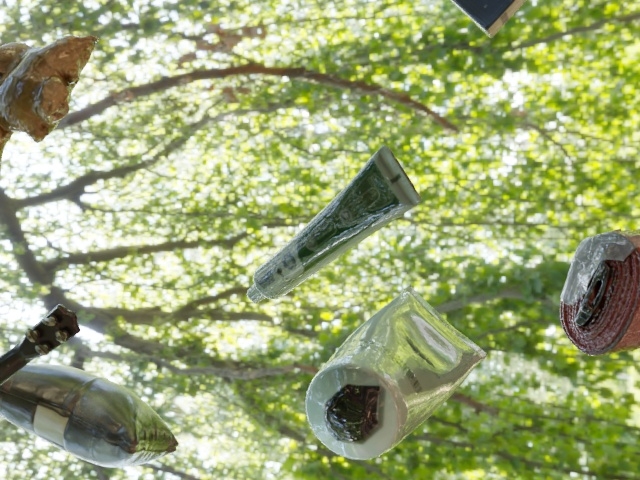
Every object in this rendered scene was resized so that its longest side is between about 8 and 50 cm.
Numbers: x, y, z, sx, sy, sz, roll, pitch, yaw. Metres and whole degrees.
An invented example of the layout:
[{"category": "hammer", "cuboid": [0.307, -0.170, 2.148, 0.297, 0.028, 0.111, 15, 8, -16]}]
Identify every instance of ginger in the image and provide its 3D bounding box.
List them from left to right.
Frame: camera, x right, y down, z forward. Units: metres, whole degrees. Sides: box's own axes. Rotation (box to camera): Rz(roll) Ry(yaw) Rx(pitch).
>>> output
[{"category": "ginger", "cuboid": [-0.309, -0.118, 0.742, 0.059, 0.133, 0.214, 41, -117, -62]}]

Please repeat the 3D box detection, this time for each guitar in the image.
[{"category": "guitar", "cuboid": [-0.337, 0.149, 0.702, 0.084, 0.271, 0.038, 53, -169, -10]}]

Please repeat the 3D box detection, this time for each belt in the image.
[{"category": "belt", "cuboid": [0.438, 0.076, 1.103, 0.124, 0.128, 0.201, -2, -65, -34]}]

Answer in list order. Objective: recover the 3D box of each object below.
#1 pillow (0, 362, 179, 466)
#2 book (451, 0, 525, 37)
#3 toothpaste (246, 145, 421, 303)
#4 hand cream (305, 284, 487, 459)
[{"category": "pillow", "cuboid": [-0.324, 0.228, 0.989, 0.186, 0.249, 0.106, 71, -140, -74]}, {"category": "book", "cuboid": [0.232, -0.394, 0.853, 0.025, 0.269, 0.191, 14, -146, -53]}, {"category": "toothpaste", "cuboid": [0.000, 0.000, 1.161, 0.061, 0.392, 0.099, -21, -105, -52]}, {"category": "hand cream", "cuboid": [0.078, 0.099, 0.638, 0.067, 0.109, 0.320, -53, -13, 20]}]
